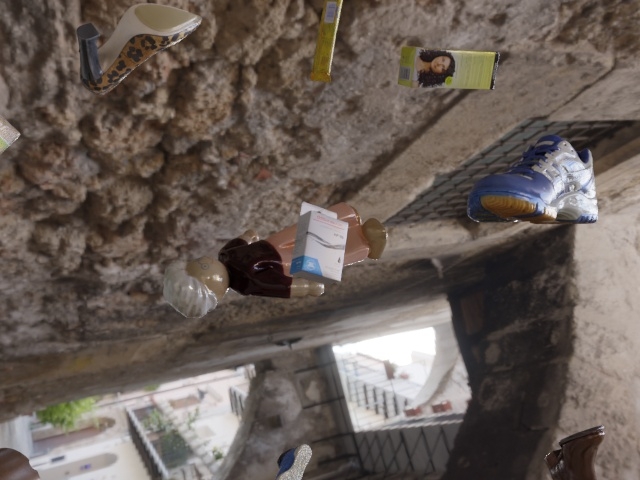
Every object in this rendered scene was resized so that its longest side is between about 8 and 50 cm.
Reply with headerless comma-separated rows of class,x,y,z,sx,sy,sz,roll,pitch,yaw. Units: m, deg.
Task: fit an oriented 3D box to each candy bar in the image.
candy bar,0.013,-0.355,1.022,0.040,0.018,0.162,16,-79,25

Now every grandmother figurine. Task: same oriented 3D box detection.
grandmother figurine,-0.077,0.028,0.908,0.207,0.342,0.104,21,-56,54

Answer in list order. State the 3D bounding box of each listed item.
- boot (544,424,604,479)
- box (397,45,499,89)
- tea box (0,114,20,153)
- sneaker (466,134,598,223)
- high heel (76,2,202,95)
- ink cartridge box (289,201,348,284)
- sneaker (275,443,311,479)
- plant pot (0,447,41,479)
boot,0.240,0.223,0.496,0.106,0.037,0.114,86,-12,-54
box,0.287,-0.382,1.316,0.058,0.232,0.087,37,-51,56
tea box,-0.852,-0.214,1.145,0.220,0.324,0.329,-3,-44,44
sneaker,0.306,-0.090,0.860,0.111,0.296,0.131,1,-88,44
high heel,-0.378,-0.395,1.244,0.093,0.261,0.186,61,-26,16
ink cartridge box,0.000,0.000,0.628,0.028,0.048,0.083,-22,-125,56
sneaker,-0.086,0.595,1.517,0.058,0.152,0.084,41,-39,-9
plant pot,-0.499,0.385,0.835,0.166,0.165,0.167,3,-83,21
